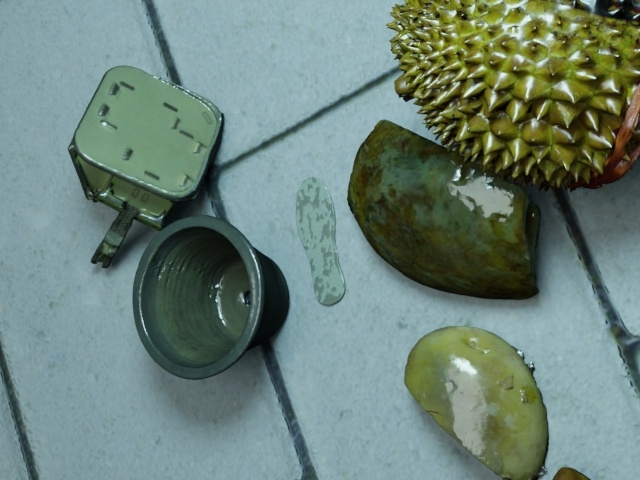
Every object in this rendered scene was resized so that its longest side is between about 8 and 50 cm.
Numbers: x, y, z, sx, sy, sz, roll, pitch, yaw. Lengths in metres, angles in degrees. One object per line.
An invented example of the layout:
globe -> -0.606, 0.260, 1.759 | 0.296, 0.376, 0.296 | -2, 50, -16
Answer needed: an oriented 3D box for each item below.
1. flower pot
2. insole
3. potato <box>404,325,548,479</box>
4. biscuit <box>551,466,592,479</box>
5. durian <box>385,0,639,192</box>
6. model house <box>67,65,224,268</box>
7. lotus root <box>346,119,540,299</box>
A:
flower pot -> -0.142, 0.083, 1.770 | 0.235, 0.148, 0.235 | -2, 86, 32
insole -> 0.000, 0.000, 1.782 | 0.065, 0.006, 0.193 | -17, 78, 26
potato -> 0.216, 0.202, 1.598 | 0.243, 0.098, 0.138 | 40, 103, 24
biscuit -> 0.324, 0.524, 1.470 | 0.343, 0.166, 0.395 | 33, 102, 29
durian -> 0.278, -0.226, 1.469 | 0.384, 0.347, 0.347 | -13, 78, 1
model house -> -0.304, -0.097, 1.901 | 0.205, 0.218, 0.278 | 26, 139, -9
lotus root -> 0.155, -0.038, 1.626 | 0.314, 0.142, 0.210 | 18, 95, 30
